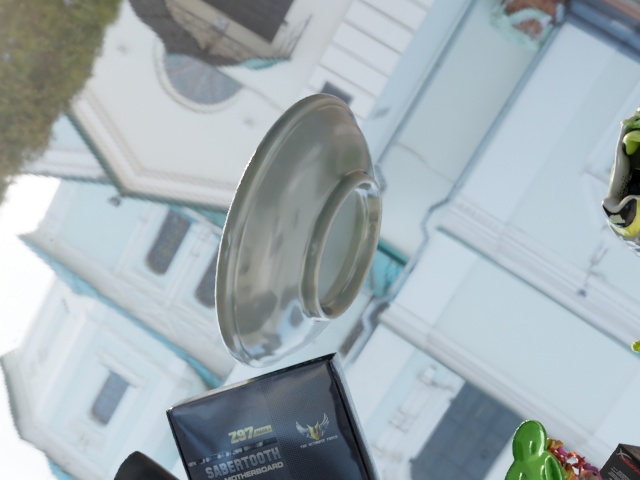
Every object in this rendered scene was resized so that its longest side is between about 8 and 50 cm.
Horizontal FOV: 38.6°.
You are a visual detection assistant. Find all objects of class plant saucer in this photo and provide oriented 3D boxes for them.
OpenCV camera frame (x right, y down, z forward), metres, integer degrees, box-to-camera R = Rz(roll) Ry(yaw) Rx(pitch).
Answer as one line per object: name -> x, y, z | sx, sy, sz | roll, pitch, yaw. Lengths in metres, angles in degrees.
plant saucer -> 0.000, 0.000, 1.283 | 0.101, 0.400, 0.400 | 17, -168, 22

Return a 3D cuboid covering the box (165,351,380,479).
box -> -0.060, 0.264, 1.174 | 0.059, 0.233, 0.183 | -23, -85, -80

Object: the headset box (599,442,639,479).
headset box -> 0.556, 0.548, 1.640 | 0.110, 0.293, 0.218 | 19, -163, -43

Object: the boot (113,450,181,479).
boot -> -0.202, 0.506, 1.694 | 0.445, 0.366, 0.146 | 24, -166, 39

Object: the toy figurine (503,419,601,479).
toy figurine -> 0.360, 0.358, 1.314 | 0.159, 0.130, 0.173 | 19, -125, -24

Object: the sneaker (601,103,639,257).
sneaker -> 0.515, -0.167, 1.319 | 0.145, 0.384, 0.147 | 5, 164, 47

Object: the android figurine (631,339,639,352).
android figurine -> 0.654, 0.167, 1.529 | 0.056, 0.273, 0.248 | 112, 142, -78
